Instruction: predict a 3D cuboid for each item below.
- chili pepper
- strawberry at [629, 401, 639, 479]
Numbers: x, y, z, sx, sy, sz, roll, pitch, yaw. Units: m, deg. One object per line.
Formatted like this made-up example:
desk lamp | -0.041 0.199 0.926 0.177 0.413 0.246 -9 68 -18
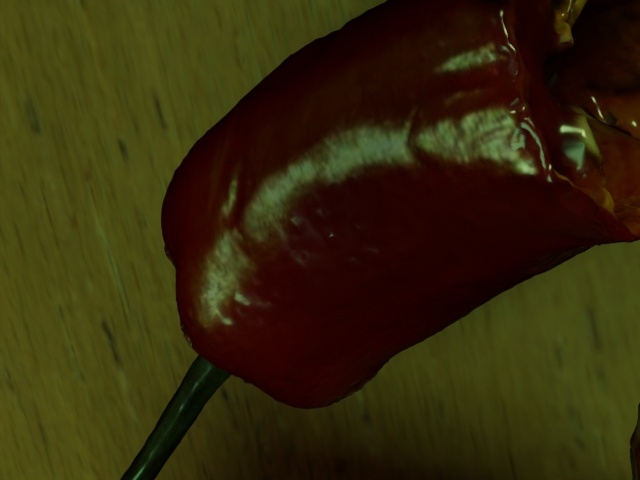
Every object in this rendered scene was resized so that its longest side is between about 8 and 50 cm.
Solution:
chili pepper | 0.001 -0.004 0.734 0.338 0.134 0.131 -32 93 44
strawberry | 0.226 0.116 0.574 0.312 0.267 0.351 -34 71 29
